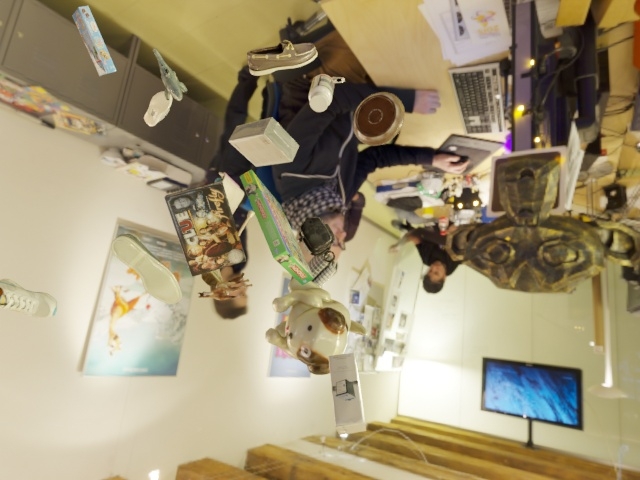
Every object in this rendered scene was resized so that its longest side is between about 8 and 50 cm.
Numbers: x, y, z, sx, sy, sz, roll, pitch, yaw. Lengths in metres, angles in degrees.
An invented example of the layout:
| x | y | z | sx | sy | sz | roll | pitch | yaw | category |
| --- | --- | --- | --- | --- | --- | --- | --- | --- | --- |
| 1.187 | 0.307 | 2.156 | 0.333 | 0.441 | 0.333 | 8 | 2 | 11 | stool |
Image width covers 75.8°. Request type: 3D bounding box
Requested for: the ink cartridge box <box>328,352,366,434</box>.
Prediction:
| x | y | z | sx | sy | sz | roll | pitch | yaw | category |
| --- | --- | --- | --- | --- | --- | --- | --- | --- | --- |
| 0.076 | 0.439 | 1.178 | 0.082 | 0.191 | 0.140 | -10 | 146 | 3 | ink cartridge box |

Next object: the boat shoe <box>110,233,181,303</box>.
| x | y | z | sx | sy | sz | roll | pitch | yaw | category |
| --- | --- | --- | --- | --- | --- | --- | --- | --- | --- |
| -0.629 | 0.100 | 1.526 | 0.319 | 0.116 | 0.099 | 51 | -177 | -19 | boat shoe |

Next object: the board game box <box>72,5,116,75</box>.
| x | y | z | sx | sy | sz | roll | pitch | yaw | category |
| --- | --- | --- | --- | --- | --- | --- | --- | --- | --- |
| -0.815 | -0.711 | 1.481 | 0.039 | 0.212 | 0.160 | -31 | -149 | -26 | board game box |

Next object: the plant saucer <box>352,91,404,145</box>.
| x | y | z | sx | sy | sz | roll | pitch | yaw | category |
| --- | --- | --- | --- | --- | --- | --- | --- | --- | --- |
| 0.315 | -0.690 | 2.306 | 0.310 | 0.311 | 0.050 | 0 | 174 | 28 | plant saucer |

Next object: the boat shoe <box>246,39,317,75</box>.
| x | y | z | sx | sy | sz | roll | pitch | yaw | category |
| --- | --- | --- | --- | --- | --- | --- | --- | --- | --- |
| -0.170 | -0.837 | 1.850 | 0.324 | 0.117 | 0.097 | -17 | 142 | -7 | boat shoe |

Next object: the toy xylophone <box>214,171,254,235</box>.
| x | y | z | sx | sy | sz | roll | pitch | yaw | category |
| --- | --- | --- | --- | --- | --- | --- | --- | --- | --- |
| -0.406 | -0.109 | 1.668 | 0.081 | 0.323 | 0.236 | 2 | 139 | 43 | toy xylophone |

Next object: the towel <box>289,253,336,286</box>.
| x | y | z | sx | sy | sz | roll | pitch | yaw | category |
| --- | --- | --- | --- | --- | --- | --- | --- | --- | --- |
| -0.038 | 0.157 | 2.010 | 0.121 | 0.235 | 0.284 | 42 | -173 | -7 | towel |

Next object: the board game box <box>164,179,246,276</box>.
| x | y | z | sx | sy | sz | roll | pitch | yaw | category |
| --- | --- | --- | --- | --- | --- | --- | --- | --- | --- |
| -0.327 | -0.033 | 1.186 | 0.164 | 0.244 | 0.042 | -17 | -161 | -9 | board game box |

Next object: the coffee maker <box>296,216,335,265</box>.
| x | y | z | sx | sy | sz | roll | pitch | yaw | category |
| --- | --- | --- | --- | --- | --- | --- | --- | --- | --- |
| 0.000 | 0.000 | 1.472 | 0.171 | 0.120 | 0.178 | 35 | 176 | 0 | coffee maker |

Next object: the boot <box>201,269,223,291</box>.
| x | y | z | sx | sy | sz | roll | pitch | yaw | category |
| --- | --- | --- | --- | --- | --- | --- | --- | --- | --- |
| -0.491 | 0.156 | 1.932 | 0.077 | 0.165 | 0.213 | -16 | 136 | 5 | boot |

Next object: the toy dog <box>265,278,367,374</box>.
| x | y | z | sx | sy | sz | roll | pitch | yaw | category |
| --- | --- | --- | --- | --- | --- | --- | --- | --- | --- |
| -0.016 | 0.345 | 1.537 | 0.395 | 0.285 | 0.408 | 26 | -179 | -1 | toy dog |

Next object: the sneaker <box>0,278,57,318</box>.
| x | y | z | sx | sy | sz | roll | pitch | yaw | category |
| --- | --- | --- | --- | --- | --- | --- | --- | --- | --- |
| -0.966 | 0.196 | 1.321 | 0.228 | 0.088 | 0.092 | 20 | -177 | 0 | sneaker |

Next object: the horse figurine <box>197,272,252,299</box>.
| x | y | z | sx | sy | sz | roll | pitch | yaw | category |
| --- | --- | --- | --- | --- | --- | --- | --- | --- | --- |
| -0.386 | 0.201 | 1.719 | 0.174 | 0.066 | 0.263 | -8 | -170 | 3 | horse figurine |

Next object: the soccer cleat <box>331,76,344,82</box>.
| x | y | z | sx | sy | sz | roll | pitch | yaw | category |
| --- | --- | --- | --- | --- | --- | --- | --- | --- | --- |
| 0.073 | -0.753 | 1.929 | 0.083 | 0.029 | 0.035 | 9 | -157 | 22 | soccer cleat |

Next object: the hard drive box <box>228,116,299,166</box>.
| x | y | z | sx | sy | sz | roll | pitch | yaw | category |
| --- | --- | --- | --- | --- | --- | --- | --- | --- | --- |
| -0.237 | -0.404 | 1.717 | 0.232 | 0.089 | 0.181 | 2 | 152 | 41 | hard drive box |

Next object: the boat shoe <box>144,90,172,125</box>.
| x | y | z | sx | sy | sz | roll | pitch | yaw | category |
| --- | --- | --- | --- | --- | --- | --- | --- | --- | --- |
| -0.594 | -0.496 | 1.537 | 0.066 | 0.063 | 0.184 | 42 | 134 | -10 | boat shoe |

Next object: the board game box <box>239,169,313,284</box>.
| x | y | z | sx | sy | sz | roll | pitch | yaw | category |
| --- | --- | --- | --- | --- | --- | --- | --- | --- | --- |
| -0.130 | -0.038 | 1.235 | 0.046 | 0.317 | 0.213 | -29 | 149 | 4 | board game box |

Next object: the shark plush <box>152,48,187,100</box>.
| x | y | z | sx | sy | sz | roll | pitch | yaw | category |
| --- | --- | --- | --- | --- | --- | --- | --- | --- | --- |
| -0.466 | -0.516 | 1.280 | 0.073 | 0.161 | 0.067 | -14 | -169 | -11 | shark plush |

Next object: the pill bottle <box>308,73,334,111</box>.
| x | y | z | sx | sy | sz | roll | pitch | yaw | category |
| --- | --- | --- | --- | --- | --- | --- | --- | --- | --- |
| 0.002 | -0.661 | 1.856 | 0.107 | 0.180 | 0.108 | 5 | 137 | 5 | pill bottle |
